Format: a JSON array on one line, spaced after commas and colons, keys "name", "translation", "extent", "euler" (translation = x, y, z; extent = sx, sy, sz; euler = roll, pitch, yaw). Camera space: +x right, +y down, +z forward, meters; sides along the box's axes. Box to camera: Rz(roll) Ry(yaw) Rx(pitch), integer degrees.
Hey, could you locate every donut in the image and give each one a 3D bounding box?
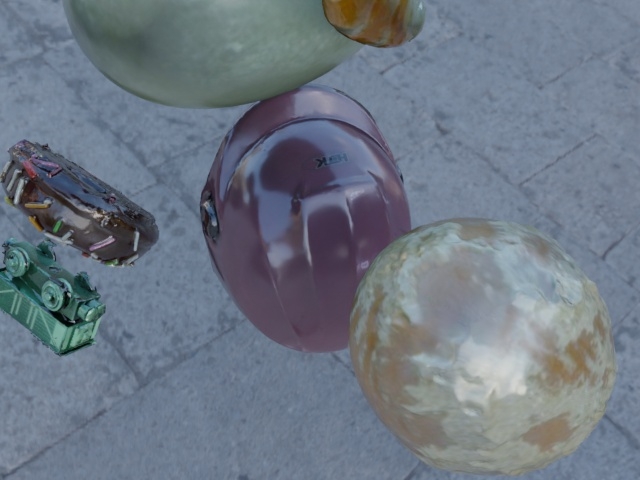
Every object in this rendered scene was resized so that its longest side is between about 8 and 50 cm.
[{"name": "donut", "translation": [-0.373, -0.053, 1.152], "extent": [0.270, 0.270, 0.103], "euler": [33, 89, 13]}]

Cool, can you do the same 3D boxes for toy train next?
[{"name": "toy train", "translation": [-0.545, 0.102, 1.467], "extent": [0.270, 0.154, 0.115], "euler": [32, 22, 18]}]

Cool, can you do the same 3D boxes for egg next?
[{"name": "egg", "translation": [0.121, 0.080, 0.581], "extent": [0.203, 0.245, 0.203], "euler": [-18, 55, 28]}, {"name": "egg", "translation": [-0.069, -0.263, 0.702], "extent": [0.352, 0.258, 0.258], "euler": [-24, 56, 4]}]

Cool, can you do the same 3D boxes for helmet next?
[{"name": "helmet", "translation": [0.000, 0.000, 0.927], "extent": [0.271, 0.338, 0.197], "euler": [-12, 42, -22]}]

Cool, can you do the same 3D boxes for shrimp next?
[{"name": "shrimp", "translation": [0.056, -0.232, 0.568], "extent": [0.049, 0.166, 0.161], "euler": [29, 15, 28]}]
